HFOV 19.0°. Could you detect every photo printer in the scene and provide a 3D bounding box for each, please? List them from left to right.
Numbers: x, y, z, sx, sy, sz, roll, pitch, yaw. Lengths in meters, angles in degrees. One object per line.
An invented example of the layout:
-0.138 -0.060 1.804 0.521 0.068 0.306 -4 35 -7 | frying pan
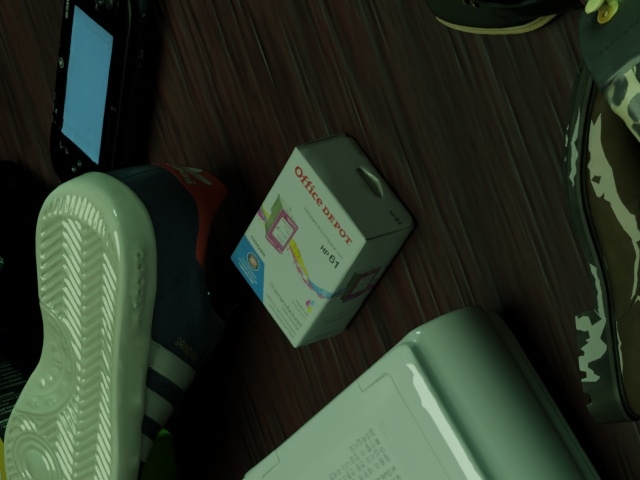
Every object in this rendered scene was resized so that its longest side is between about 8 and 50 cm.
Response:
0.098 0.230 1.246 0.307 0.107 0.256 60 138 15 | photo printer

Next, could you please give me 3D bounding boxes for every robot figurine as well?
-0.149 0.194 1.539 0.101 0.067 0.115 2 105 17 | robot figurine

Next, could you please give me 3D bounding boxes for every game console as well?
-0.197 -0.059 1.528 0.213 0.044 0.361 34 125 36 | game console

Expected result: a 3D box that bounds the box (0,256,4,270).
-0.344 0.031 1.632 0.175 0.051 0.220 -66 32 22 | box

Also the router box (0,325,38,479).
-0.294 0.264 1.714 0.243 0.081 0.309 53 135 23 | router box

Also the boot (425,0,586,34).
0.099 -0.155 1.092 0.198 0.137 0.077 -12 94 50 | boot

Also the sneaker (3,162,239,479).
-0.138 0.097 1.434 0.131 0.148 0.350 35 127 29 | sneaker

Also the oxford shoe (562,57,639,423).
0.195 -0.009 1.094 0.096 0.083 0.227 -4 101 30 | oxford shoe

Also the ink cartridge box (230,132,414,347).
0.000 0.000 1.320 0.088 0.052 0.122 53 134 22 | ink cartridge box

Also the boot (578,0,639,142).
0.232 -0.196 0.907 0.284 0.138 0.377 -39 80 36 | boot
